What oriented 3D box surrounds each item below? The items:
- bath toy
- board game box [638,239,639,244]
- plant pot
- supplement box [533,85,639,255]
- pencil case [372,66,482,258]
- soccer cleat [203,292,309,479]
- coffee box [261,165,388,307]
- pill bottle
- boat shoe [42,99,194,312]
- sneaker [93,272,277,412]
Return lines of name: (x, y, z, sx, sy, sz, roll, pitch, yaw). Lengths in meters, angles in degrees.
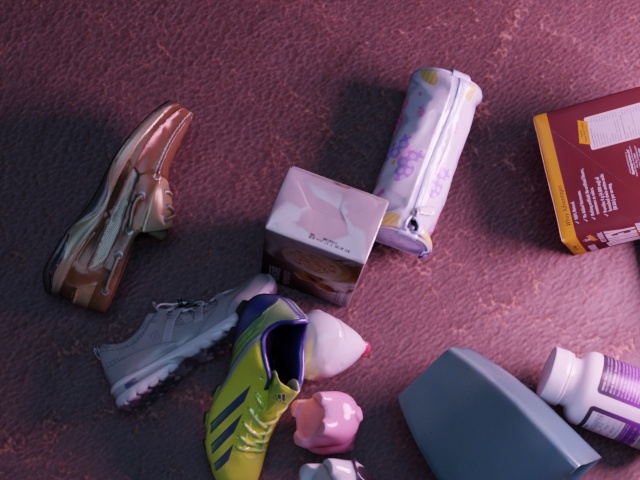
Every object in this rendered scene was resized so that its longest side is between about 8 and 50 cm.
bath toy: (0.019, 0.270, 1.789, 0.129, 0.151, 0.348, 10, 67, -39)
board game box: (0.590, 0.047, 1.928, 0.208, 0.056, 0.347, -8, 76, -10)
plant pot: (0.227, 0.265, 1.765, 0.165, 0.165, 0.234, -45, 72, 12)
supplement box: (0.429, -0.101, 1.878, 0.194, 0.129, 0.191, -15, 76, 16)
pencil case: (0.146, -0.116, 1.898, 0.113, 0.124, 0.273, 19, 74, 1)
soccer cleat: (-0.082, 0.215, 1.755, 0.093, 0.121, 0.289, 3, 104, -43)
coffee box: (0.000, 0.000, 1.792, 0.141, 0.246, 0.098, 21, 74, 1)
pill bottle: (0.407, 0.221, 1.836, 0.193, 0.108, 0.108, 21, 75, 1)
boat shoe: (-0.266, -0.042, 1.860, 0.120, 0.122, 0.324, 32, 84, -1)
sneaker: (-0.188, 0.117, 1.823, 0.281, 0.105, 0.115, -33, 74, -14)
